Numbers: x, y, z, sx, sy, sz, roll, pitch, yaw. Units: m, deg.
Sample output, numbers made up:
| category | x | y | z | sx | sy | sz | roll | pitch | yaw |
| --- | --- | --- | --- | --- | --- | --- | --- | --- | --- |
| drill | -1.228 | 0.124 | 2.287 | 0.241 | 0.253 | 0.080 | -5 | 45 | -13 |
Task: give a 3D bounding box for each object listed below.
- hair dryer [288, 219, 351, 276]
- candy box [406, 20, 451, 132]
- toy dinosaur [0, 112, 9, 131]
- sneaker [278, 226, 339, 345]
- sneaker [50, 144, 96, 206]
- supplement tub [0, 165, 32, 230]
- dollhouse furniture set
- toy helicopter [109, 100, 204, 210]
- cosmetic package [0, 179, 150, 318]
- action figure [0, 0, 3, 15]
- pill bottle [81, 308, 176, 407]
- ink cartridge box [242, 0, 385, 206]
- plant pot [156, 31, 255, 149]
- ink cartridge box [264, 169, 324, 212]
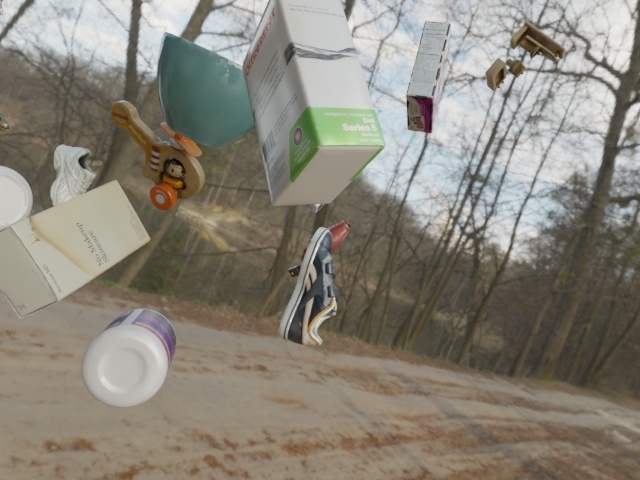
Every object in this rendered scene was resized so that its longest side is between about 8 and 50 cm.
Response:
| category | x | y | z | sx | sy | sz | roll | pitch | yaw |
| --- | --- | --- | --- | --- | --- | --- | --- | --- | --- |
| hair dryer | 0.000 | 0.000 | 1.798 | 0.080 | 0.223 | 0.293 | 41 | -33 | -17 |
| candy box | 0.281 | -0.423 | 1.398 | 0.071 | 0.233 | 0.159 | 12 | -19 | 15 |
| toy dinosaur | -0.845 | -0.274 | 1.187 | 0.268 | 0.118 | 0.064 | 13 | 31 | -34 |
| sneaker | -0.001 | 0.129 | 1.457 | 0.127 | 0.321 | 0.126 | 17 | -8 | 13 |
| sneaker | -0.728 | -0.171 | 1.599 | 0.115 | 0.232 | 0.090 | 0 | 0 | 6 |
| supplement tub | -0.991 | -0.125 | 1.571 | 0.272 | 0.191 | 0.191 | 7 | -10 | 38 |
| dollhouse furniture set | 0.535 | -0.452 | 1.414 | 0.123 | 0.151 | 0.144 | 44 | 11 | 17 |
| toy helicopter | -0.485 | -0.281 | 1.607 | 0.355 | 0.235 | 0.140 | 48 | 37 | -7 |
| cosmetic package | -0.496 | 0.004 | 1.075 | 0.160 | 0.113 | 0.309 | 63 | 21 | -14 |
| action figure | -0.591 | -0.479 | 0.776 | 0.370 | 0.275 | 0.248 | -17 | 18 | -27 |
| pill bottle | -0.449 | 0.269 | 1.305 | 0.181 | 0.181 | 0.323 | 23 | -1 | -10 |
| ink cartridge box | -0.024 | -0.218 | 0.847 | 0.115 | 0.273 | 0.198 | -5 | -19 | -27 |
| plant pot | -0.261 | -0.330 | 1.261 | 0.290 | 0.195 | 0.290 | 24 | 11 | -5 |
| ink cartridge box | -0.027 | -0.213 | 1.625 | 0.206 | 0.208 | 0.045 | 40 | -30 | 9 |
